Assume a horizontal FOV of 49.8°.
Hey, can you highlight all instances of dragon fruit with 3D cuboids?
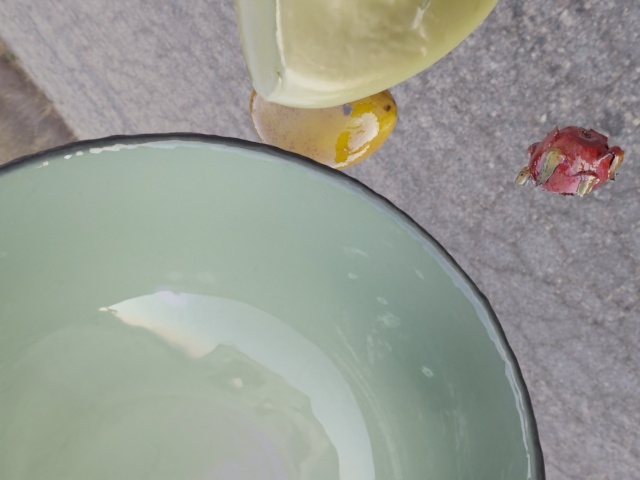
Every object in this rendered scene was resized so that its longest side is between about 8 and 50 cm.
[{"bbox_3d":[0.325,-0.114,0.895,0.126,0.112,0.068,9,134,23],"label":"dragon fruit"}]

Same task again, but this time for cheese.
[{"bbox_3d":[0.061,-0.270,0.677,0.128,0.316,0.259,47,149,39],"label":"cheese"}]

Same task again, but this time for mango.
[{"bbox_3d":[-0.001,-0.207,1.155,0.290,0.190,0.160,15,-175,39],"label":"mango"}]

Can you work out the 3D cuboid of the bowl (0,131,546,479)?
[{"bbox_3d":[-0.082,0.129,0.375,0.354,0.354,0.185,42,147,20],"label":"bowl"}]
